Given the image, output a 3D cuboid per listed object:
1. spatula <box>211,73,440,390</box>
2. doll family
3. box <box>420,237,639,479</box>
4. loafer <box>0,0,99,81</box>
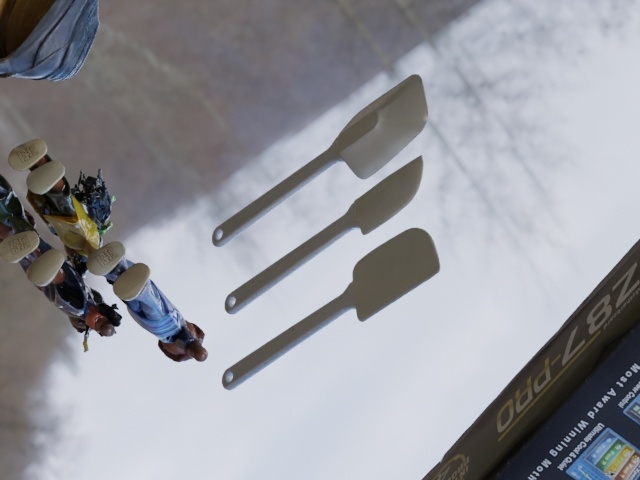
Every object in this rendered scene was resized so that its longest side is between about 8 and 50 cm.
[{"bbox_3d":[0.000,0.000,1.368,0.242,0.019,0.168,-35,-128,42],"label":"spatula"},{"bbox_3d":[-0.135,0.010,1.076,0.076,0.193,0.111,-33,149,-6],"label":"doll family"},{"bbox_3d":[0.226,0.176,1.023,0.395,0.318,0.097,-50,-167,21],"label":"box"},{"bbox_3d":[-0.152,-0.167,1.113,0.061,0.062,0.170,-16,131,-53],"label":"loafer"}]
